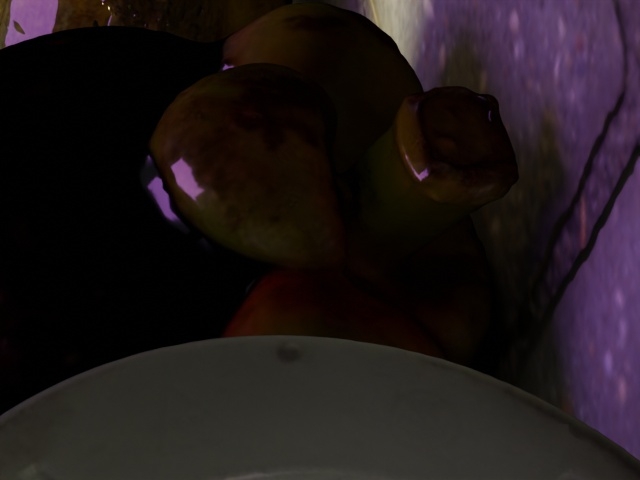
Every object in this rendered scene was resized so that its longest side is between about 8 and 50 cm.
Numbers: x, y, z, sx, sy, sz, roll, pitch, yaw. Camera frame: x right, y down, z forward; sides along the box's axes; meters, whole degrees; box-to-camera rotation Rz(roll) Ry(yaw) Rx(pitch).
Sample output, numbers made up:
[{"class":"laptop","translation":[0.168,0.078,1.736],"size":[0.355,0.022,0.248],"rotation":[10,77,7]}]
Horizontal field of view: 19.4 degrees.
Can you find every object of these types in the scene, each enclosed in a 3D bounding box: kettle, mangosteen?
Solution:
[{"class":"kettle","translation":[-0.064,0.223,0.533],"size":[0.342,0.319,0.247],"rotation":[109,160,-46]},{"class":"mangosteen","translation":[-0.047,0.035,0.699],"size":[0.302,0.275,0.275],"rotation":[-34,51,33]}]

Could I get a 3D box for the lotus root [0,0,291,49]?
[{"class":"lotus root","translation":[-0.110,-0.050,0.991],"size":[0.196,0.179,0.397],"rotation":[45,134,42]}]
